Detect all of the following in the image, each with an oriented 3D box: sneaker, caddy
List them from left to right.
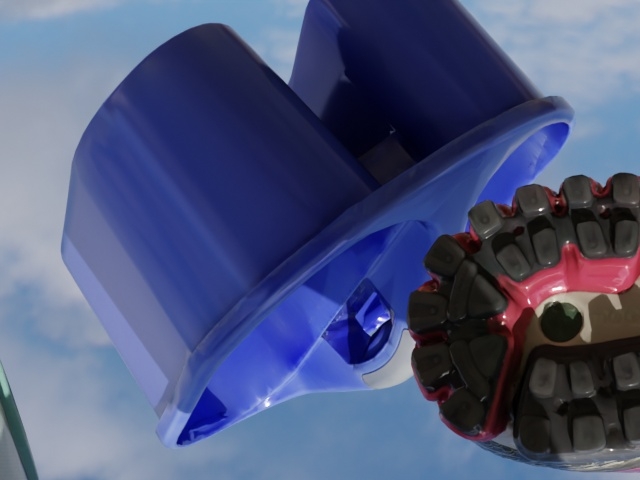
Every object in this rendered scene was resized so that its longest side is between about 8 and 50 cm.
[{"bbox_3d":[0.000,0.000,0.683,0.241,0.341,0.179,-31,-102,-24],"label":"caddy"},{"bbox_3d":[0.183,0.017,0.429,0.299,0.112,0.121,-6,-109,12],"label":"sneaker"}]

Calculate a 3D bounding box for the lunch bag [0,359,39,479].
[{"bbox_3d":[-0.150,0.138,0.263,0.108,0.224,0.279,4,-137,9],"label":"lunch bag"}]
